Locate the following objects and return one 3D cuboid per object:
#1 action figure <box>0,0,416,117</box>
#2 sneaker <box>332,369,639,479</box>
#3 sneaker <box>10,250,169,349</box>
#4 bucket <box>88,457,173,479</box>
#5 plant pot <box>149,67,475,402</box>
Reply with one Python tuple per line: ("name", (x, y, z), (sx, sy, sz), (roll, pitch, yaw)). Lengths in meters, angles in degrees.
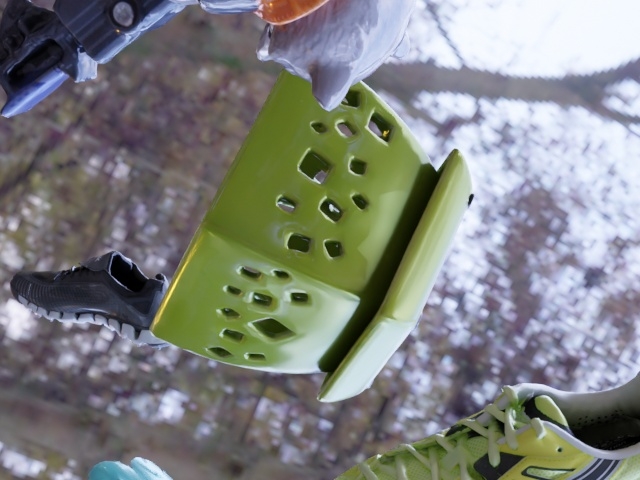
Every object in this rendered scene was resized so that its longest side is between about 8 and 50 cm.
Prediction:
("action figure", (-0.095, -0.182, 0.786), (0.341, 0.330, 0.178), (-43, -174, 25))
("sneaker", (0.117, 0.181, 1.300), (0.145, 0.385, 0.147), (-129, -148, -53))
("sneaker", (-0.281, 0.055, 2.134), (0.234, 0.078, 0.106), (15, -66, 21))
("bucket", (-0.192, 0.380, 1.734), (0.183, 0.281, 0.281), (32, -87, 32))
("plant pot", (0.000, 0.000, 1.538), (0.227, 0.207, 0.228), (-64, -178, -33))
